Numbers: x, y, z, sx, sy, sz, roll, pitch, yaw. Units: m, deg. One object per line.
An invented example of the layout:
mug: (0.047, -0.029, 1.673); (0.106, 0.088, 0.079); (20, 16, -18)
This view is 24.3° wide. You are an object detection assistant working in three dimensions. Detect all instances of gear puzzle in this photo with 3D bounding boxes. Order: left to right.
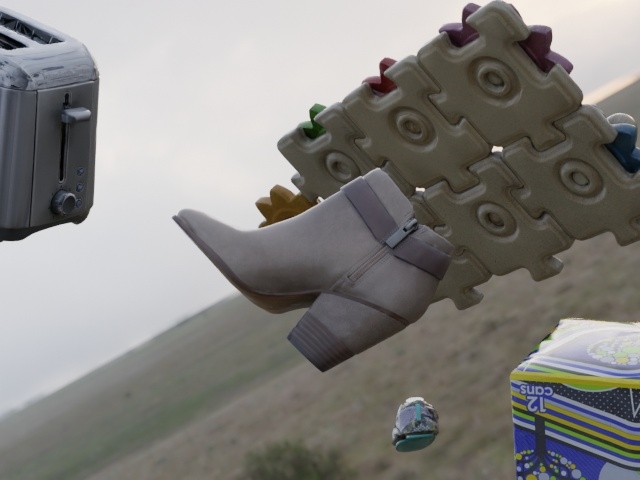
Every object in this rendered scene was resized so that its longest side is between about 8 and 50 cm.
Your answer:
gear puzzle: (0.071, -0.038, 0.974); (0.339, 0.175, 0.044); (-27, 20, 52)

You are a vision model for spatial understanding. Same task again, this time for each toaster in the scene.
toaster: (-0.276, -0.106, 1.193); (0.129, 0.227, 0.146); (-17, -53, -52)

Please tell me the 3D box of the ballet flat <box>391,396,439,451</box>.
ballet flat: (0.080, 0.153, 1.247); (0.041, 0.041, 0.114); (-29, -12, -9)

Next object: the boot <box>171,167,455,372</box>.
boot: (0.000, 0.000, 0.686); (0.087, 0.118, 0.042); (-46, -13, -1)

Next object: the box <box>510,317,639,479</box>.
box: (0.138, 0.058, 0.385); (0.169, 0.059, 0.054); (2, 15, 23)
